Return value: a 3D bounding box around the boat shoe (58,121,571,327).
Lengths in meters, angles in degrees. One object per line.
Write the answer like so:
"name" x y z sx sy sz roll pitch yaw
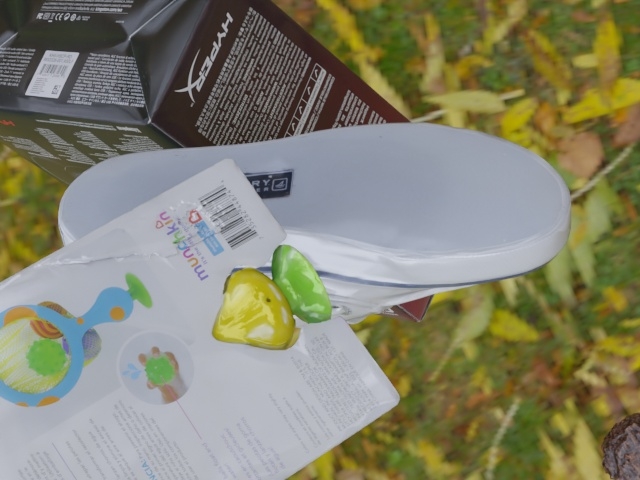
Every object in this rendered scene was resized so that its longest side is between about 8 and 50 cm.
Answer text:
"boat shoe" 0.000 0.000 0.895 0.258 0.095 0.084 2 139 17

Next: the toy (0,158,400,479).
"toy" -0.099 0.078 0.765 0.137 0.237 0.056 55 159 9

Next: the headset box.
"headset box" -0.058 -0.056 1.137 0.218 0.293 0.110 9 70 46

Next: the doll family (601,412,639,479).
"doll family" 0.241 0.071 0.766 0.163 0.263 0.118 57 157 5
